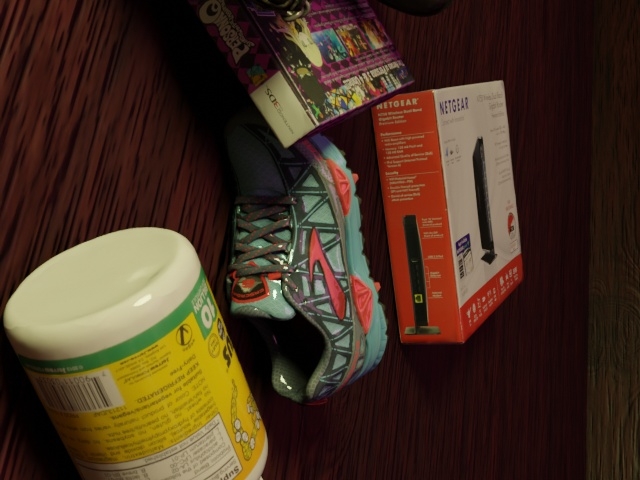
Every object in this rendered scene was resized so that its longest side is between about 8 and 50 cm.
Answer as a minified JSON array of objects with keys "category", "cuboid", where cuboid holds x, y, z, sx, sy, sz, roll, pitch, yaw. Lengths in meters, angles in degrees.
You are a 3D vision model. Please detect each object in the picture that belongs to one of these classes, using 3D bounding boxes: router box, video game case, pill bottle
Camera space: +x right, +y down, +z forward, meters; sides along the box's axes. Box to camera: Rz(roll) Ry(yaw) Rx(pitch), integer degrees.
[{"category":"router box","cuboid":[0.179,-0.052,1.218,0.335,0.082,0.301,-26,110,-63]},{"category":"video game case","cuboid":[-0.025,-0.194,0.764,0.210,0.041,0.232,56,29,-2]},{"category":"pill bottle","cuboid":[-0.100,0.107,0.570,0.117,0.117,0.208,-56,135,-52]}]

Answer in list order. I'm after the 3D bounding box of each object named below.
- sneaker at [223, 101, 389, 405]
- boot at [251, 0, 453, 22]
[{"category":"sneaker","cuboid":[-0.025,0.016,0.757,0.125,0.104,0.262,-35,109,-47]},{"category":"boot","cuboid":[-0.006,-0.221,0.696,0.263,0.091,0.229,34,36,-16]}]
